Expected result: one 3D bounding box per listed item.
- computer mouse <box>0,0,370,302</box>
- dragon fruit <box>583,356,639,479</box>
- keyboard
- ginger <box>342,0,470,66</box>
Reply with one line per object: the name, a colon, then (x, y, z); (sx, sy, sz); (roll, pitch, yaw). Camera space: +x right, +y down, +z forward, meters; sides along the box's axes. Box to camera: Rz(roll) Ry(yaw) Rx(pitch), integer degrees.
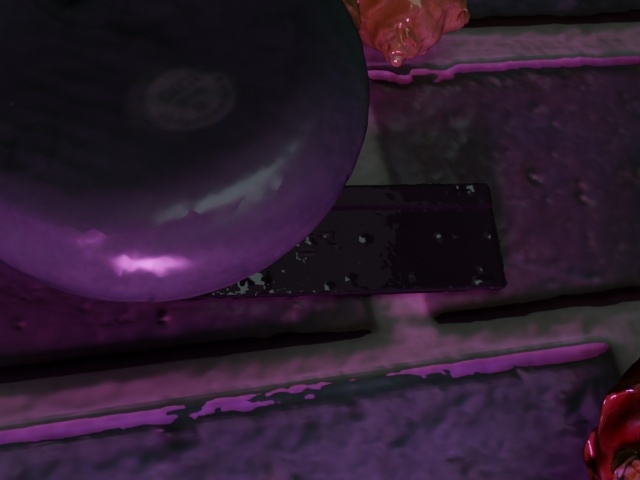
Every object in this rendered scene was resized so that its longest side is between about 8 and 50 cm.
computer mouse: (-0.122, -0.098, 0.584); (0.188, 0.122, 0.371); (-28, 59, -19)
dragon fruit: (0.209, 0.074, 0.612); (0.125, 0.125, 0.246); (60, 35, -15)
keyboard: (0.000, 0.000, 0.637); (0.195, 0.018, 0.060); (-1, 69, -19)
ginger: (-0.019, -0.216, 0.725); (0.118, 0.065, 0.299); (-14, 64, -28)
